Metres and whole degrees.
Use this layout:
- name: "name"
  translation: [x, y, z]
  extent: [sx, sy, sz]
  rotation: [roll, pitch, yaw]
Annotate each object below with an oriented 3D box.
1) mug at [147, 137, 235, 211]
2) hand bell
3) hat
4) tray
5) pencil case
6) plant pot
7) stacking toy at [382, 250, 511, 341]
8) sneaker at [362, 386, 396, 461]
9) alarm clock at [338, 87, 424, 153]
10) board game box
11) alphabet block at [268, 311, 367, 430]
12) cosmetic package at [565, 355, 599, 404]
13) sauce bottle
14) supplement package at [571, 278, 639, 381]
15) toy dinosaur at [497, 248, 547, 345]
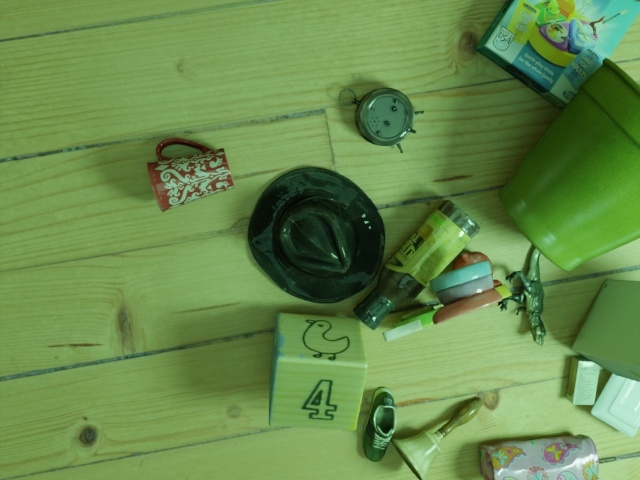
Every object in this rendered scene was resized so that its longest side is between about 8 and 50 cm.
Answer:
- name: "mug"
  translation: [-0.286, -0.155, 1.440]
  extent: [0.169, 0.113, 0.150]
  rotation: [-15, 103, -5]
- name: "hand bell"
  translation: [0.306, 0.469, 1.619]
  extent: [0.242, 0.126, 0.126]
  rotation: [-35, 101, -11]
- name: "hat"
  translation: [0.000, 0.000, 1.479]
  extent: [0.332, 0.134, 0.331]
  rotation: [-1, 99, -5]
- name: "tray"
  translation: [0.799, 0.350, 1.638]
  extent: [0.145, 0.030, 0.270]
  rotation: [31, 88, -11]
- name: "pencil case"
  translation: [0.543, 0.554, 1.632]
  extent: [0.284, 0.124, 0.124]
  rotation: [-6, 101, -4]
- name: "plant pot"
  translation: [0.588, -0.130, 1.400]
  extent: [0.366, 0.366, 0.353]
  rotation: [43, 114, -10]
- name: "stacking toy"
  translation: [0.265, 0.113, 1.464]
  extent: [0.280, 0.309, 0.130]
  rotation: [-22, 80, 16]
- name: "sneaker"
  translation: [0.144, 0.462, 1.596]
  extent: [0.064, 0.086, 0.192]
  rotation: [8, 100, -6]
- name: "alarm clock"
  translation: [0.128, -0.286, 1.475]
  extent: [0.192, 0.064, 0.129]
  rotation: [26, 97, -6]
- name: "board game box"
  translation: [0.547, -0.503, 1.459]
  extent: [0.254, 0.079, 0.336]
  rotation: [31, 96, -10]
- name: "alphabet block"
  translation: [-0.011, 0.294, 1.483]
  extent: [0.197, 0.192, 0.193]
  rotation: [5, 118, -6]
- name: "cosmetic package"
  translation: [0.656, 0.349, 1.640]
  extent: [0.060, 0.041, 0.115]
  rotation: [4, 100, -6]
- name: "sauce bottle"
  translation: [0.215, 0.062, 1.516]
  extent: [0.111, 0.111, 0.344]
  rotation: [41, 95, -10]
- name: "supplement package"
  translation: [0.742, 0.211, 1.493]
  extent: [0.145, 0.262, 0.204]
  rotation: [30, 83, -8]
- name: "toy dinosaur"
  translation: [0.495, 0.118, 1.578]
  extent: [0.118, 0.064, 0.268]
  rotation: [-2, 99, -19]
